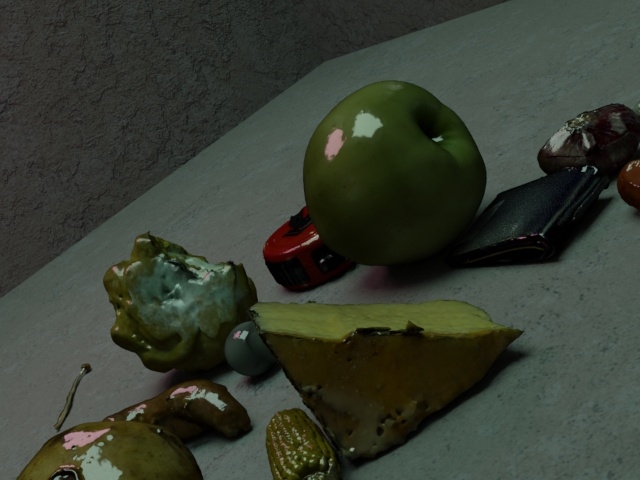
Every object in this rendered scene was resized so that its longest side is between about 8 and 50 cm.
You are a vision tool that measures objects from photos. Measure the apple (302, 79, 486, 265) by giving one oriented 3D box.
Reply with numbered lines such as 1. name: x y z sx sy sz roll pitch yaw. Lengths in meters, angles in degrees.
1. apple: 0.130 -0.122 1.899 0.357 0.357 0.357 -26 18 9

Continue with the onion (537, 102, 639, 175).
1. onion: 0.518 -0.163 1.844 0.206 0.151 0.098 -33 52 3

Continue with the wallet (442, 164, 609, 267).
1. wallet: 0.372 -0.033 1.783 0.262 0.071 0.221 -12 30 52

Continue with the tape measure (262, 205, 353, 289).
1. tape measure: -0.001 0.000 2.165 0.260 0.114 0.253 -41 21 -33

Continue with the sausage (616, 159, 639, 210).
1. sausage: 0.551 -0.082 1.591 0.089 0.089 0.179 -35 28 -16

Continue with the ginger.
1. ginger: -0.265 0.318 1.731 0.309 0.107 0.133 -21 5 13

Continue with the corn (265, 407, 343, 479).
1. corn: -0.030 0.307 1.403 0.097 0.097 0.261 -31 17 -4

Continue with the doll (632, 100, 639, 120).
1. doll: 0.713 -0.285 1.918 0.214 0.072 0.103 -25 4 41

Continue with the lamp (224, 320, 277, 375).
1. lamp: -0.126 0.202 1.830 0.105 0.105 0.105 -26 18 9

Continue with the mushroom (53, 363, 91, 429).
1. mushroom: -0.567 0.354 2.233 0.026 0.028 0.286 14 22 -3

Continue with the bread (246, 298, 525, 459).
1. bread: 0.074 0.132 1.467 0.315 0.279 0.248 -43 12 -4

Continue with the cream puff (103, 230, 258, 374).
1. cream puff: -0.283 0.147 2.025 0.270 0.323 0.274 73 -140 -71

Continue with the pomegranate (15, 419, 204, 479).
1. pomegranate: -0.290 0.380 1.335 0.281 0.281 0.281 -26 18 9
